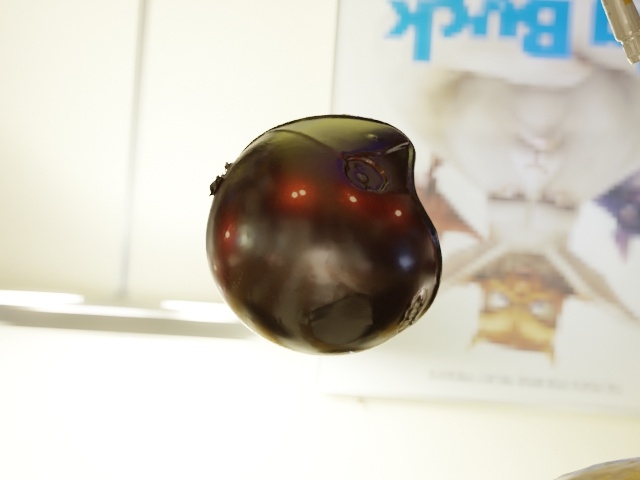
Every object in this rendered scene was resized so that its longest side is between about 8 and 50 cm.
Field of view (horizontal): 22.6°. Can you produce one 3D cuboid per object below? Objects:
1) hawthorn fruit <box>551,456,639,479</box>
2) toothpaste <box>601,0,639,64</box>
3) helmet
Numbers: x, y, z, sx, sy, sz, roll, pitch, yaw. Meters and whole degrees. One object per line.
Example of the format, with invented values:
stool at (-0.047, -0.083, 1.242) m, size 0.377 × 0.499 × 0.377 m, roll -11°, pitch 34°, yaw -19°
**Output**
hawthorn fruit at (0.336, 0.393, 1.391) m, size 0.472 × 0.471 × 0.472 m, roll 4°, pitch -179°, yaw 0°
toothpaste at (0.286, -0.268, 1.608) m, size 0.031 × 0.190 × 0.048 m, roll -23°, pitch -178°, yaw -7°
helmet at (0.000, 0.000, 1.380) m, size 0.216 × 0.189 × 0.193 m, roll 38°, pitch -142°, yaw 16°
